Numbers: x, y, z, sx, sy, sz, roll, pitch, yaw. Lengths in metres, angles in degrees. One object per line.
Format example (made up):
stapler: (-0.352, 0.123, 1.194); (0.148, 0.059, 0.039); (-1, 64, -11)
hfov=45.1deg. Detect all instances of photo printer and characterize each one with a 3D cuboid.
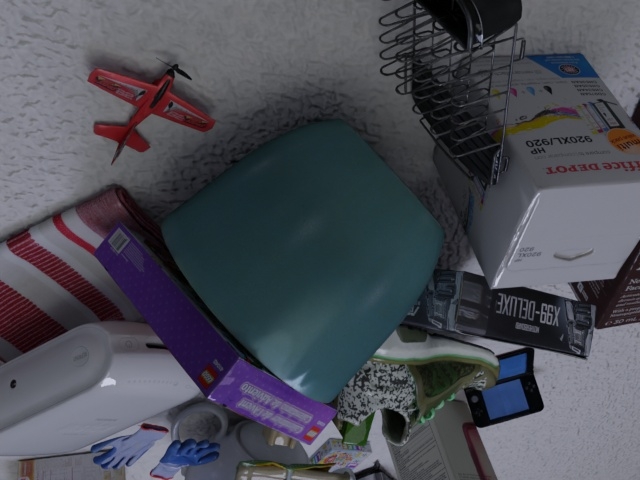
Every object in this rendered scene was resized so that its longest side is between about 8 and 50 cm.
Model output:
photo printer: (-0.329, 0.213, 1.108); (0.307, 0.107, 0.256); (-26, 157, 16)

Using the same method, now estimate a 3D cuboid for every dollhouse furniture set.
dollhouse furniture set: (-0.050, 0.354, 1.289); (0.197, 0.151, 0.302); (12, 99, -17)

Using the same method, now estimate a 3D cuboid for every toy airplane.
toy airplane: (-0.196, -0.142, 0.859); (0.151, 0.028, 0.151); (-8, 139, -7)

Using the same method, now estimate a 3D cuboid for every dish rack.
dish rack: (0.122, -0.183, 0.793); (0.074, 0.208, 0.272); (-23, 142, -11)

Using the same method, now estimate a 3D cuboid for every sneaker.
sneaker: (0.142, 0.231, 1.228); (0.158, 0.182, 0.410); (8, 172, 44)

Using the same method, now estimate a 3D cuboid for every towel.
towel: (-0.346, 0.070, 1.045); (0.328, 0.037, 0.237); (-25, 138, 10)

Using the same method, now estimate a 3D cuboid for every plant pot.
plant pot: (0.000, 0.000, 0.905); (0.235, 0.293, 0.293); (-43, 135, 6)

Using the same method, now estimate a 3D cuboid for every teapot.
teapot: (-0.114, 0.410, 1.385); (0.256, 0.252, 0.187); (10, 112, -49)

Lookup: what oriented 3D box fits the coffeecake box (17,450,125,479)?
coffeecake box: (-0.456, 0.459, 1.425); (0.185, 0.068, 0.142); (-3, 139, -15)

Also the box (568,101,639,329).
box: (0.522, -0.041, 1.135); (0.191, 0.143, 0.382); (-7, 137, -11)

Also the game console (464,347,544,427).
game console: (0.358, 0.288, 1.497); (0.143, 0.124, 0.085); (-15, 166, -1)

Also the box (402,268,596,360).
box: (0.180, 0.090, 1.072); (0.242, 0.077, 0.307); (14, 175, -32)

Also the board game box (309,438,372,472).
board game box: (0.026, 0.474, 1.636); (0.103, 0.026, 0.154); (13, 132, -31)

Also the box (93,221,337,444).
box: (-0.128, 0.108, 0.915); (0.057, 0.293, 0.201); (-50, 138, 0)

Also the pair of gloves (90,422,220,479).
pair of gloves: (-0.268, 0.347, 1.249); (0.198, 0.023, 0.159); (24, 131, -36)

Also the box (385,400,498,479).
box: (0.242, 0.450, 1.522); (0.126, 0.232, 0.149); (16, 131, -33)

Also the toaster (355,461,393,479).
toaster: (0.102, 0.608, 1.751); (0.168, 0.110, 0.186); (-26, 139, 10)

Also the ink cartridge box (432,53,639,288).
ink cartridge box: (0.263, -0.085, 0.920); (0.171, 0.233, 0.168); (-5, 139, -14)
